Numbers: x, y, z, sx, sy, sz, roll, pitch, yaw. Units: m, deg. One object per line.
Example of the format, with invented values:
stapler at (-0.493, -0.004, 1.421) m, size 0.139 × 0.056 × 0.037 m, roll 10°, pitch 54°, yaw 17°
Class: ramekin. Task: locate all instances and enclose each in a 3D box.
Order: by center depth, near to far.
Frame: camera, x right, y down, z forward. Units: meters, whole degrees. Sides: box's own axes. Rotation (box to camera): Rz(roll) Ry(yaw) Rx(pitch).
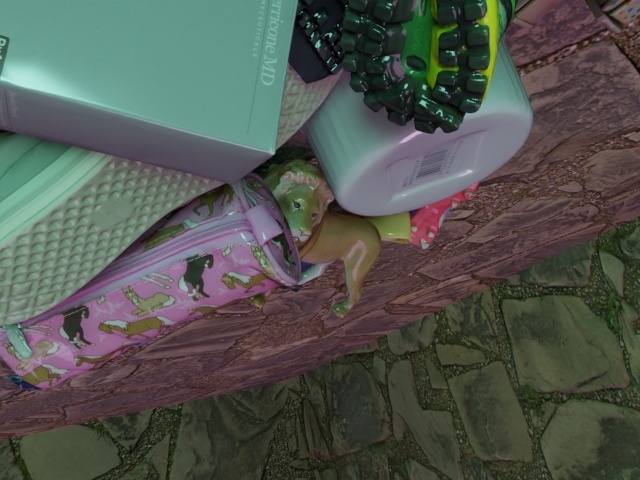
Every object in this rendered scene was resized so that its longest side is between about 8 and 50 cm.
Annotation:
ramekin at (0.116, -0.141, 0.717) m, size 0.277 × 0.135 × 0.277 m, roll -18°, pitch 162°, yaw -6°

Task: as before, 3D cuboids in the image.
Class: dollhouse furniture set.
dollhouse furniture set at (0.330, -0.263, 0.636) m, size 0.161 × 0.101 × 0.182 m, roll -2°, pitch 155°, yaw -42°

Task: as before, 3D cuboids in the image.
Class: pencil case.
pencil case at (-0.213, 0.049, 0.723) m, size 0.386 × 0.167 × 0.160 m, roll -23°, pitch 122°, yaw 9°

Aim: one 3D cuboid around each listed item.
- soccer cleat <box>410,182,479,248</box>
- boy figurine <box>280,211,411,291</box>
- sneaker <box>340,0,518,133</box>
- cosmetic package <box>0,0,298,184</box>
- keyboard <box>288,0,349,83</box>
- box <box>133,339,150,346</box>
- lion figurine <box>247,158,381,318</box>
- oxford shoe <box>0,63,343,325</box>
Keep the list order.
soccer cleat at (0.221, -0.087, 1.095) m, size 0.083 × 0.095 × 0.248 m, roll 18°, pitch 137°, yaw -6°
boy figurine at (0.049, 0.010, 1.155) m, size 0.285 × 0.092 × 0.177 m, roll -22°, pitch 159°, yaw 17°
sneaker at (0.073, -0.236, 0.352) m, size 0.134 × 0.146 × 0.343 m, roll 19°, pitch 149°, yaw 16°
cosmetic package at (-0.143, -0.127, 0.379) m, size 0.238 × 0.127 × 0.107 m, roll 10°, pitch 169°, yaw -21°
keyboard at (0.013, -0.241, 0.403) m, size 0.201 × 0.033 × 0.317 m, roll -44°, pitch 157°, yaw 6°
box at (-0.320, 0.129, 1.158) m, size 0.063 × 0.067 × 0.324 m, roll -2°, pitch 156°, yaw -40°
lion figurine at (0.000, 0.000, 0.963) m, size 0.240 × 0.142 × 0.392 m, roll -51°, pitch 151°, yaw 18°
oxford shoe at (-0.165, -0.101, 0.551) m, size 0.449 × 0.130 × 0.169 m, roll -37°, pitch 153°, yaw -6°
